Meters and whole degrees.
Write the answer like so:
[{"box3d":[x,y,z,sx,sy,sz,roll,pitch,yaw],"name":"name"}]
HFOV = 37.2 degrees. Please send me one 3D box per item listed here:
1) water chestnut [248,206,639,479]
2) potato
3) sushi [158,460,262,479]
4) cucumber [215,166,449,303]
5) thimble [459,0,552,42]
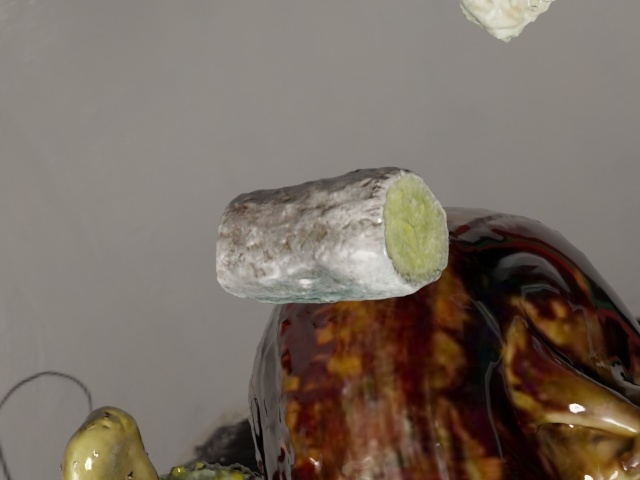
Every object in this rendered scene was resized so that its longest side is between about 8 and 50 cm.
[{"box3d":[0.126,0.136,0.633,0.350,0.302,0.351,25,55,-41],"name":"water chestnut"},{"box3d":[-0.198,0.218,0.889,0.091,0.070,0.138,-38,123,-45],"name":"potato"},{"box3d":[-0.098,0.514,1.314,0.397,0.351,0.240,-79,175,-56],"name":"sushi"},{"box3d":[0.002,0.000,0.462,0.064,0.111,0.064,11,77,-55],"name":"cucumber"},{"box3d":[0.110,-0.239,0.606,0.143,0.137,0.191,-114,-164,-49],"name":"thimble"}]
